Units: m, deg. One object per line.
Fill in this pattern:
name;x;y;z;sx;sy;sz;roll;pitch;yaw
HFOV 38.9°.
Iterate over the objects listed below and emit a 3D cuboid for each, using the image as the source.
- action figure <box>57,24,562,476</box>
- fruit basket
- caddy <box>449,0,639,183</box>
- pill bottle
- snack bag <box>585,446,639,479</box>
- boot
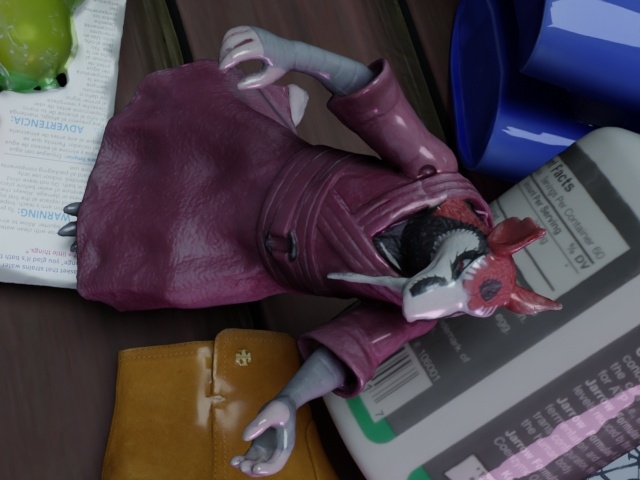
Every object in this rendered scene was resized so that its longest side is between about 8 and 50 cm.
action figure;0.000;0.000;0.627;0.275;0.370;0.248;4;99;-54
fruit basket;-0.324;-0.148;0.716;0.327;0.165;0.353;6;82;-16
caddy;0.240;-0.185;0.835;0.179;0.241;0.341;10;46;-7
pill bottle;0.190;0.049;0.658;0.361;0.204;0.204;-36;81;14
snack bag;0.299;0.262;0.800;0.342;0.037;0.323;13;64;-10
boot;-0.015;0.175;0.690;0.295;0.104;0.211;6;67;-12
